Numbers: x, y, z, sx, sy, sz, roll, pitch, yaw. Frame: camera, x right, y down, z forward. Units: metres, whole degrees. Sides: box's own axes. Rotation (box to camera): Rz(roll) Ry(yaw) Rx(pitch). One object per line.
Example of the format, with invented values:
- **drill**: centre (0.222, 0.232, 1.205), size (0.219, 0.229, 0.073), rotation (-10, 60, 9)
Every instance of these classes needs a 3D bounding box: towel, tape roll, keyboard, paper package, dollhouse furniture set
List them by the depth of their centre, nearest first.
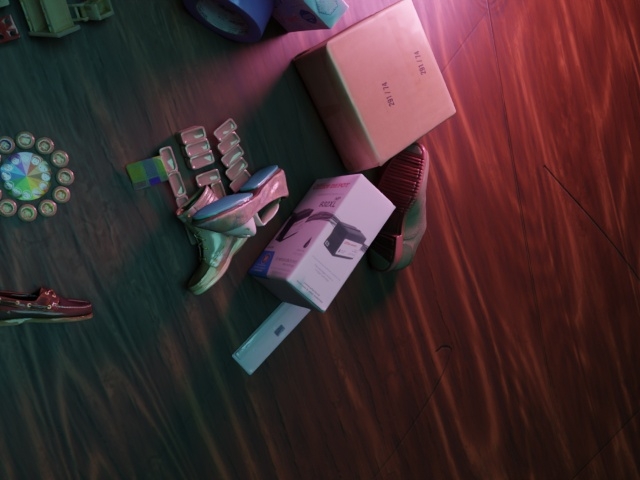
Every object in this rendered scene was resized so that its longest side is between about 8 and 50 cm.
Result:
- **dollhouse furniture set**: centre (-0.523, -0.519, 1.306), size (0.161, 0.101, 0.182), rotation (-47, 139, -44)
- **towel**: centre (-0.380, -0.149, 1.444), size (0.083, 0.009, 0.060), rotation (-18, 109, -2)
- **tape roll**: centre (-0.201, -0.523, 1.445), size (0.189, 0.189, 0.080), rotation (28, 78, -27)
- **keyboard**: centre (-0.109, 0.217, 1.632), size (0.256, 0.014, 0.072), rotation (-46, 117, -19)
- **paper package**: centre (0.144, -0.388, 1.656), size (0.309, 0.168, 0.325), rotation (-35, 107, -25)

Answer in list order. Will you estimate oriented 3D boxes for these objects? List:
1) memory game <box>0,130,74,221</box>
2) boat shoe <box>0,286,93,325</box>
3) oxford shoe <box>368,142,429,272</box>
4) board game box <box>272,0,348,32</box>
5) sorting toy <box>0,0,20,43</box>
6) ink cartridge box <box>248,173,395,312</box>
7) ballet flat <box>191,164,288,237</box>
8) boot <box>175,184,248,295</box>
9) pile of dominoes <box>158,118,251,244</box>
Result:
- **memory game**: centre (-0.600, -0.130, 1.343), size (0.186, 0.012, 0.186), rotation (-1, 92, -29)
- **boat shoe**: centre (-0.570, 0.132, 1.336), size (0.207, 0.073, 0.073), rotation (0, 94, -29)
- **oxford shoe**: centre (0.224, -0.086, 1.732), size (0.130, 0.123, 0.348), rotation (0, 112, -44)
- **board game box**: centre (-0.117, -0.587, 1.415), size (0.318, 0.319, 0.066), rotation (41, 90, -25)
- **sorting toy**: centre (-0.677, -0.489, 1.241), size (0.132, 0.046, 0.274), rotation (-18, 107, -11)
- **ink cartridge box**: centre (0.000, 0.000, 1.560), size (0.129, 0.223, 0.307), rotation (42, 73, -23)
- **ballet flat**: centre (-0.161, -0.069, 1.469), size (0.316, 0.108, 0.106), rotation (-41, 120, -48)
- **boot**: centre (-0.269, 0.000, 1.481), size (0.165, 0.077, 0.213), rotation (46, 68, -31)
- **pile of dominoes**: centre (-0.259, -0.142, 1.531), size (0.196, 0.040, 0.251), rotation (-25, 112, -26)
